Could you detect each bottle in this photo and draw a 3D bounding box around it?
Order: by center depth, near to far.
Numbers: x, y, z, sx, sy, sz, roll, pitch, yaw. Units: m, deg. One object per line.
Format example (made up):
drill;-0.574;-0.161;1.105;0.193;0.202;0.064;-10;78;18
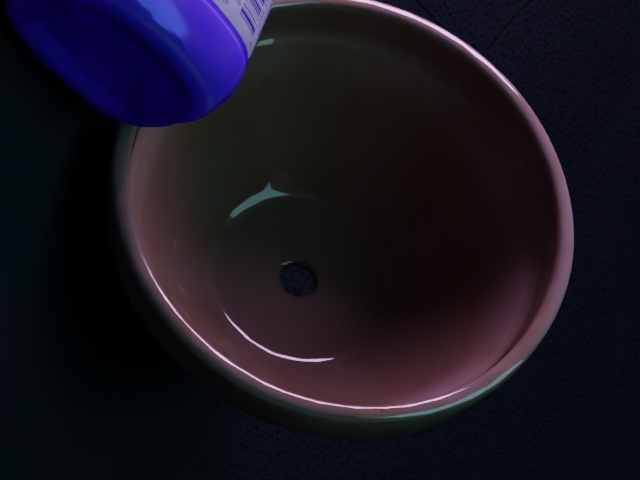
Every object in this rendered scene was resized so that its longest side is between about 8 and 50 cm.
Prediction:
bottle;-0.052;-0.194;0.933;0.118;0.092;0.283;44;54;-37

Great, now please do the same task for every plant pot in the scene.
plant pot;0.000;0.000;0.983;0.237;0.237;0.110;-67;-174;-30
